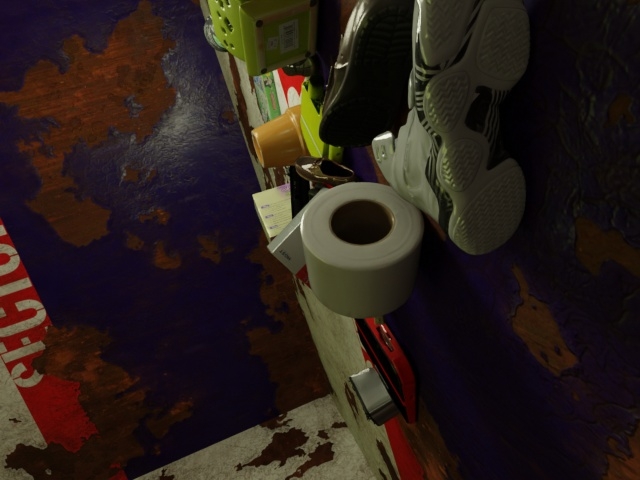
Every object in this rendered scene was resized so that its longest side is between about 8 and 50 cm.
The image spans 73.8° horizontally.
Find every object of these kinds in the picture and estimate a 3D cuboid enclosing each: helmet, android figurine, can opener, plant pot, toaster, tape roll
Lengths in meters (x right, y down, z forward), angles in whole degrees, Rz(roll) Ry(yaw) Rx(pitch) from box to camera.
[{"bbox_3d":[-0.457,-0.968,1.987,0.169,0.161,0.169,160,90,-78],"label":"helmet"},{"bbox_3d":[-0.002,-0.326,1.209,0.273,0.056,0.248,96,151,-64],"label":"android figurine"},{"bbox_3d":[0.013,-0.086,1.557,0.093,0.074,0.280,21,143,28],"label":"can opener"},{"bbox_3d":[-0.124,-0.547,1.020,0.207,0.227,0.228,59,165,19],"label":"plant pot"},{"bbox_3d":[0.199,0.574,1.554,0.185,0.110,0.168,59,-179,43],"label":"toaster"},{"bbox_3d":[-0.122,-0.330,1.429,0.205,0.188,0.205,160,90,-79],"label":"plant pot"},{"bbox_3d":[0.087,0.017,0.898,0.169,0.246,0.246,83,163,-49],"label":"tape roll"}]

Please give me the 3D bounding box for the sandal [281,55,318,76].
[{"bbox_3d":[-0.064,-0.514,1.201,0.219,0.060,0.090,33,149,49],"label":"sandal"}]

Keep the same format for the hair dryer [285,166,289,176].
[{"bbox_3d":[-0.100,-0.189,1.704,0.223,0.080,0.293,-62,-47,-73],"label":"hair dryer"}]

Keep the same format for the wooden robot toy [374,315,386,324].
[{"bbox_3d":[0.169,0.159,1.268,0.079,0.076,0.173,-4,-109,-65],"label":"wooden robot toy"}]

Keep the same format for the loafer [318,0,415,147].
[{"bbox_3d":[0.085,-0.294,0.752,0.366,0.134,0.130,124,150,-64],"label":"loafer"}]

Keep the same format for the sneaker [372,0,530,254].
[{"bbox_3d":[0.148,-0.170,0.561,0.210,0.137,0.366,45,156,59],"label":"sneaker"}]

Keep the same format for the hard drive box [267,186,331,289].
[{"bbox_3d":[0.000,0.000,1.172,0.181,0.232,0.089,43,178,-19],"label":"hard drive box"}]

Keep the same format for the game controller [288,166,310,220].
[{"bbox_3d":[-0.070,-0.128,1.577,0.166,0.067,0.319,-8,-84,-82],"label":"game controller"}]

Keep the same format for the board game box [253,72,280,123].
[{"bbox_3d":[-0.230,-0.620,1.810,0.213,0.046,0.317,-123,17,-46],"label":"board game box"}]

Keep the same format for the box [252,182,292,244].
[{"bbox_3d":[-0.164,-0.115,1.920,0.117,0.214,0.243,93,154,-62],"label":"box"}]

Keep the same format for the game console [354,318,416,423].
[{"bbox_3d":[0.212,0.379,1.435,0.386,0.060,0.342,-121,10,-47],"label":"game console"}]

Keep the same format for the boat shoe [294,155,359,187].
[{"bbox_3d":[0.014,-0.193,1.162,0.207,0.073,0.073,23,160,24],"label":"boat shoe"}]
